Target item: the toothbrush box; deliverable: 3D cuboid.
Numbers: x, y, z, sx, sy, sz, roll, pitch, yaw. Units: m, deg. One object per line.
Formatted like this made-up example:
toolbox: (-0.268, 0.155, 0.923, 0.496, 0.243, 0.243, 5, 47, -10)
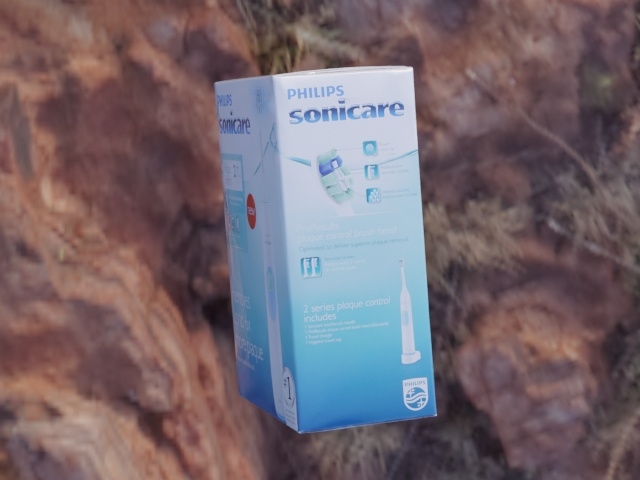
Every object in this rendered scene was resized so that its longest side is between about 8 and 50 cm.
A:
toothbrush box: (0.000, 0.000, 1.511, 0.126, 0.216, 0.295, -5, 96, -16)
